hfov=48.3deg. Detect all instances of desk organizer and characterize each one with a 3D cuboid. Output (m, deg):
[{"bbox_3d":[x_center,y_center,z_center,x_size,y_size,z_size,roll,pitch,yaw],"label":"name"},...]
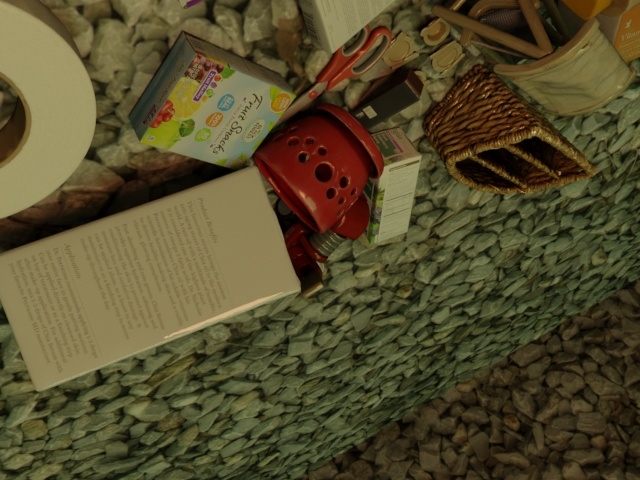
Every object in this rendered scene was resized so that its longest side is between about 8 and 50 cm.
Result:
[{"bbox_3d":[0.124,-0.259,1.310,0.130,0.050,0.047,-25,120,38],"label":"desk organizer"}]

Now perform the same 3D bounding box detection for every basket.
[{"bbox_3d":[0.377,-0.177,1.468,0.213,0.223,0.299,-47,143,21],"label":"basket"}]

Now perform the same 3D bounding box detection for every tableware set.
[{"bbox_3d":[0.191,-0.337,1.306,0.141,0.020,0.168,-35,145,7],"label":"tableware set"}]

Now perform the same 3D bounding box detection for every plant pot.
[{"bbox_3d":[0.001,-0.137,1.269,0.174,0.191,0.191,-43,146,-9],"label":"plant pot"}]

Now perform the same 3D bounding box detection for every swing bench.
[{"bbox_3d":[0.366,-0.334,1.213,0.165,0.255,0.253,-46,149,21],"label":"swing bench"}]

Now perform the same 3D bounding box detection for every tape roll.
[{"bbox_3d":[-0.503,-0.175,0.951,0.392,0.072,0.392,-19,144,-15],"label":"tape roll"}]

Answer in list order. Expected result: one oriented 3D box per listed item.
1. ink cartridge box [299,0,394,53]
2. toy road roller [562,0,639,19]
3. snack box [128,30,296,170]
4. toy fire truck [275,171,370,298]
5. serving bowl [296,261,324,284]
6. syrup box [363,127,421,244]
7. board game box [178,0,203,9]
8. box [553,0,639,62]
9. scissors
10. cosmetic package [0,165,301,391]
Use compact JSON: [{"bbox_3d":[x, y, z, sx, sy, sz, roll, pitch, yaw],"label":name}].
[{"bbox_3d":[0.063,-0.428,1.092,0.232,0.066,0.189,-46,148,-15],"label":"ink cartridge box"},{"bbox_3d":[0.376,-0.499,0.974,0.202,0.329,0.240,-34,161,-5],"label":"toy road roller"},{"bbox_3d":[-0.171,-0.215,1.147,0.207,0.070,0.174,11,128,-46],"label":"snack box"},{"bbox_3d":[0.000,0.000,1.385,0.217,0.246,0.158,-44,144,18],"label":"toy fire truck"},{"bbox_3d":[-0.034,0.065,1.633,0.083,0.027,0.083,-19,144,-15],"label":"serving bowl"},{"bbox_3d":[0.134,-0.110,1.482,0.096,0.093,0.237,-19,144,-16],"label":"syrup box"},{"bbox_3d":[-0.149,-0.398,0.755,0.144,0.275,0.142,-27,145,-6],"label":"board game box"},{"bbox_3d":[0.570,-0.508,1.245,0.215,0.168,0.345,-23,144,-10],"label":"box"},{"bbox_3d":[0.006,-0.266,1.257,0.109,0.021,0.297,17,122,-49],"label":"scissors"},{"bbox_3d":[-0.289,0.058,1.220,0.453,0.230,0.161,-20,-178,-12],"label":"cosmetic package"}]
